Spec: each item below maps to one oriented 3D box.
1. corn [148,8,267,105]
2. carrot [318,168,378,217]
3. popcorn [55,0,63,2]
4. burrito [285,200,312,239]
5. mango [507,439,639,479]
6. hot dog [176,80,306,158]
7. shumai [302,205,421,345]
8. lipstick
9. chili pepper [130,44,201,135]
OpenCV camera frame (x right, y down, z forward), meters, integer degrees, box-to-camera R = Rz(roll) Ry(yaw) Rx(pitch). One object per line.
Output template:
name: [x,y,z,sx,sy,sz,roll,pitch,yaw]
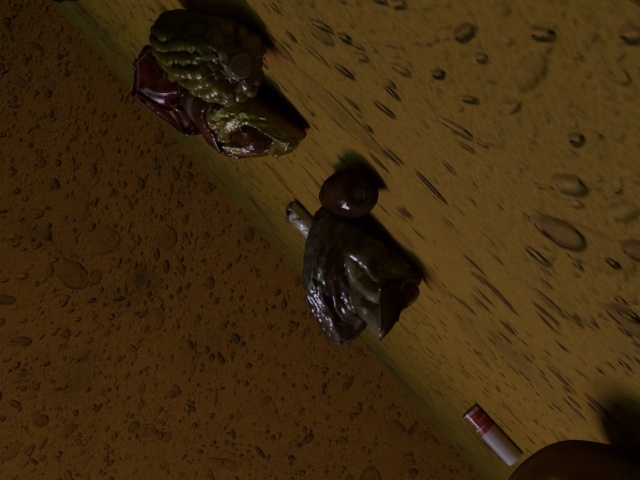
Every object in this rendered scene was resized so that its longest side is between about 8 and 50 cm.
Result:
corn: [-0.139,-0.219,0.996,0.097,0.097,0.320,51,175,-28]
carrot: [0.026,-0.056,1.049,0.059,0.059,0.248,48,177,-6]
popcorn: [-0.298,-0.339,0.793,0.252,0.215,0.286,8,-175,-24]
burrito: [0.000,0.000,1.646,0.185,0.041,0.045,49,132,-4]
mango: [0.290,0.319,0.882,0.221,0.199,0.384,45,174,34]
hot dog: [-0.118,-0.161,1.119,0.123,0.093,0.261,34,-176,-41]
shumai: [0.062,0.053,1.184,0.153,0.161,0.209,7,114,37]
lipstick: [0.339,0.383,1.699,0.131,0.038,0.038,46,174,8]
chili pepper: [-0.203,-0.232,1.366,0.144,0.136,0.253,3,-175,0]
